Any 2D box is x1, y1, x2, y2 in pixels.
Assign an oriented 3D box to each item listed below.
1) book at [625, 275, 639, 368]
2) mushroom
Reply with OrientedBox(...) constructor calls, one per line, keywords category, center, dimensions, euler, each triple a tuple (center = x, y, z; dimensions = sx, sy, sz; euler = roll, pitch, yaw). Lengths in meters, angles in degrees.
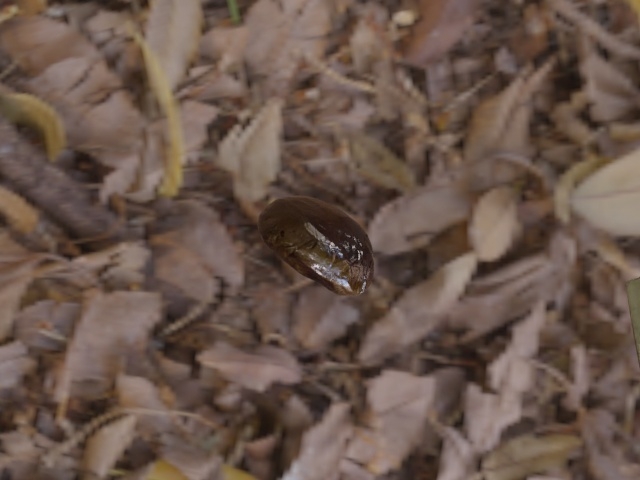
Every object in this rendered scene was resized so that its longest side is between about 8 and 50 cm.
OrientedBox(category="book", center=(0.375, 0.244, 1.785), dimensions=(0.374, 0.028, 0.262), euler=(56, 22, -39))
OrientedBox(category="mushroom", center=(0.000, 0.000, 1.672), dimensions=(0.123, 0.123, 0.052), euler=(20, 111, -29))
